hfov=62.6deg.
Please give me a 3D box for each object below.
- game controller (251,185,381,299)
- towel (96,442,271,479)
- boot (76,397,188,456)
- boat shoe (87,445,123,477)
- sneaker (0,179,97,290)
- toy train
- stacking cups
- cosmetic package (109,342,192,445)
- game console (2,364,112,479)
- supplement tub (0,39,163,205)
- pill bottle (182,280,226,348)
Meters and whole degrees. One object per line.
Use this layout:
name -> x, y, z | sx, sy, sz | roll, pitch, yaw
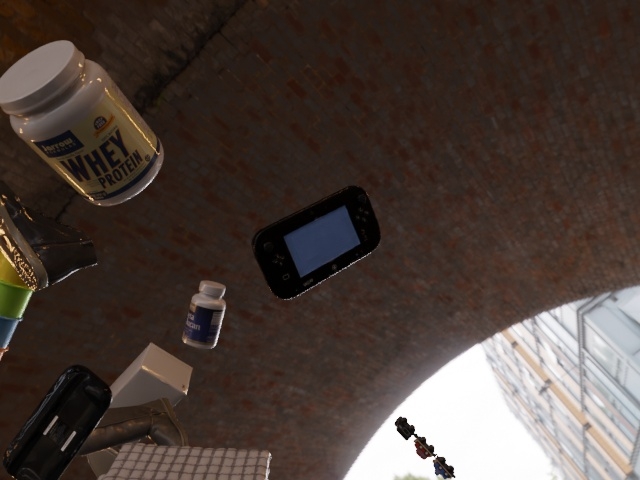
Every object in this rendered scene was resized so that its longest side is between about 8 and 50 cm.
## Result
game controller -> 0.000, 0.000, 1.181 | 0.319, 0.166, 0.067 | -28, 5, -27
towel -> -0.191, 0.385, 0.652 | 0.235, 0.283, 0.121 | 3, -75, -1
boot -> -0.403, 0.414, 1.108 | 0.209, 0.190, 0.076 | 6, -66, -43
boat shoe -> -0.507, 0.666, 1.479 | 0.335, 0.095, 0.112 | 44, -76, -5
sneaker -> -0.497, -0.022, 0.924 | 0.083, 0.222, 0.118 | -39, -7, 38
toy train -> 0.210, 0.424, 1.068 | 0.036, 0.158, 0.027 | -40, -15, -20
stacking cups -> -0.616, 0.167, 1.004 | 0.096, 0.096, 0.316 | 23, -96, -44
cosmetic package -> -0.657, 0.572, 1.912 | 0.197, 0.155, 0.365 | 40, -73, -19
game console -> -0.464, 0.383, 0.853 | 0.361, 0.213, 0.044 | -56, -9, -9
supplement tub -> -0.544, -0.262, 1.215 | 0.235, 0.235, 0.325 | -33, -42, -2
pill bottle -> -0.312, 0.199, 1.433 | 0.094, 0.094, 0.169 | 12, -85, -40
